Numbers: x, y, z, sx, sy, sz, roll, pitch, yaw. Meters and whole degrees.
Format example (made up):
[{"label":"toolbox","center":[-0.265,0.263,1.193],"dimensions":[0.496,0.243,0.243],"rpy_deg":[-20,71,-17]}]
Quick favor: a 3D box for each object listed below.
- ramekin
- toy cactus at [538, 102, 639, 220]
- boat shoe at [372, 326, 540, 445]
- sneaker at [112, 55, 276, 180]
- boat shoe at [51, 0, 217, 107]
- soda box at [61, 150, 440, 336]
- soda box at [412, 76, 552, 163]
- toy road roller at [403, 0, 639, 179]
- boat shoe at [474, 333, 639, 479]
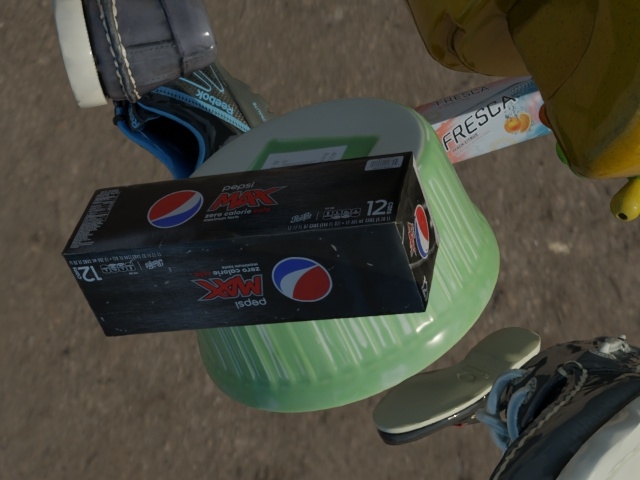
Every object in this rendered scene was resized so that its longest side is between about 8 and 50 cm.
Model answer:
[{"label":"ramekin","center":[0.000,0.000,1.291],"dimensions":[0.303,0.303,0.148],"rpy_deg":[-20,122,10]},{"label":"toy cactus","center":[0.257,-0.072,0.997],"dimensions":[0.180,0.219,0.112],"rpy_deg":[-1,135,-23]},{"label":"boat shoe","center":[0.089,0.099,0.880],"dimensions":[0.133,0.049,0.042],"rpy_deg":[-25,124,-33]},{"label":"sneaker","center":[-0.181,-0.193,1.538],"dimensions":[0.341,0.139,0.125],"rpy_deg":[51,136,4]},{"label":"boat shoe","center":[-0.077,-0.134,0.611],"dimensions":[0.065,0.206,0.075],"rpy_deg":[-9,134,2]},{"label":"soda box","center":[-0.032,0.004,0.667],"dimensions":[0.169,0.053,0.060],"rpy_deg":[-5,130,20]},{"label":"soda box","center":[0.182,-0.137,1.598],"dimensions":[0.183,0.063,0.058],"rpy_deg":[-19,119,-1]},{"label":"toy road roller","center":[0.161,-0.175,0.578],"dimensions":[0.202,0.240,0.329],"rpy_deg":[-11,159,-35]},{"label":"boat shoe","center":[0.114,0.096,0.574],"dimensions":[0.099,0.319,0.116],"rpy_deg":[12,98,27]}]
